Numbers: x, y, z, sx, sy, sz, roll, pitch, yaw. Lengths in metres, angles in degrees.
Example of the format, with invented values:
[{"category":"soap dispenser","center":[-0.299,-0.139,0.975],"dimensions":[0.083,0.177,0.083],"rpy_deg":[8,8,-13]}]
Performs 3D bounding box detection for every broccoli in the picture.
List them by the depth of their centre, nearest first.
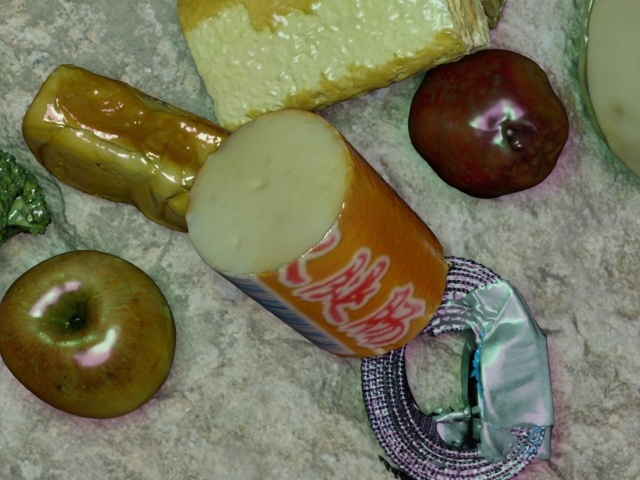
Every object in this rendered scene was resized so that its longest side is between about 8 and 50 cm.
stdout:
[{"category":"broccoli","center":[-0.495,-0.034,1.601],"dimensions":[0.288,0.260,0.235],"rpy_deg":[2,64,-25]}]

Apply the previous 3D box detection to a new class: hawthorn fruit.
[{"category":"hawthorn fruit","center":[0.225,-0.148,1.646],"dimensions":[0.208,0.248,0.208],"rpy_deg":[-2,107,-7]}]

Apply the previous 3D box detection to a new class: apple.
[{"category":"apple","center":[-0.306,0.129,1.660],"dimensions":[0.237,0.207,0.236],"rpy_deg":[-1,72,3]}]

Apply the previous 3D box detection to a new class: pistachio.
[{"category":"pistachio","center":[0.527,-0.284,1.670],"dimensions":[0.365,0.281,0.445],"rpy_deg":[10,103,-11]}]

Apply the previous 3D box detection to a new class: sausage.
[{"category":"sausage","center":[0.000,0.000,1.585],"dimensions":[0.233,0.287,0.233],"rpy_deg":[-16,56,25]}]

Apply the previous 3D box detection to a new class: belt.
[{"category":"belt","center":[0.185,0.182,1.714],"dimensions":[0.260,0.122,0.324],"rpy_deg":[-4,87,4]}]

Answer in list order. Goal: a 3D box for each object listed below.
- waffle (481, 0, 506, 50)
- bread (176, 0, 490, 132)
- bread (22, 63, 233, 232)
[{"category":"waffle","center":[0.137,-0.405,1.732],"dimensions":[0.297,0.073,0.317],"rpy_deg":[16,93,-1]},{"category":"bread","center":[0.008,-0.293,1.627],"dimensions":[0.375,0.165,0.236],"rpy_deg":[-20,93,26]},{"category":"bread","center":[-0.243,-0.115,1.671],"dimensions":[0.294,0.167,0.132],"rpy_deg":[27,65,-1]}]
